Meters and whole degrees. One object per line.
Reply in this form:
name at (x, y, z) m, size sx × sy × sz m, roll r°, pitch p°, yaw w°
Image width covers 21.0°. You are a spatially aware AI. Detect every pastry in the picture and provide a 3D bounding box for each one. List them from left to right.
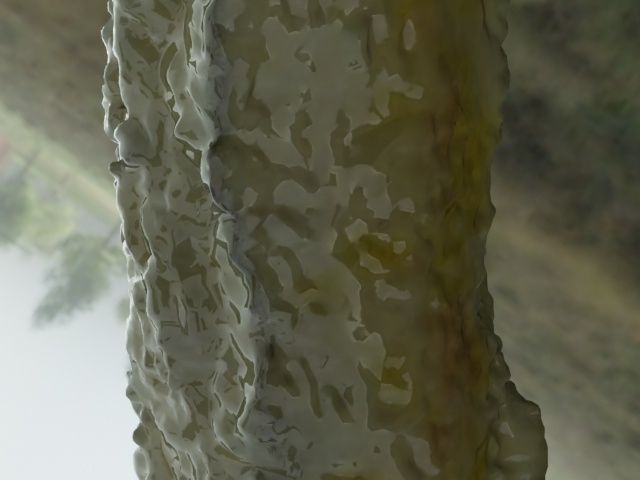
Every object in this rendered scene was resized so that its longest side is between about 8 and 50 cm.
pastry at (0.005, -0.003, 0.451) m, size 0.089 × 0.121 × 0.258 m, roll 31°, pitch 131°, yaw 58°
